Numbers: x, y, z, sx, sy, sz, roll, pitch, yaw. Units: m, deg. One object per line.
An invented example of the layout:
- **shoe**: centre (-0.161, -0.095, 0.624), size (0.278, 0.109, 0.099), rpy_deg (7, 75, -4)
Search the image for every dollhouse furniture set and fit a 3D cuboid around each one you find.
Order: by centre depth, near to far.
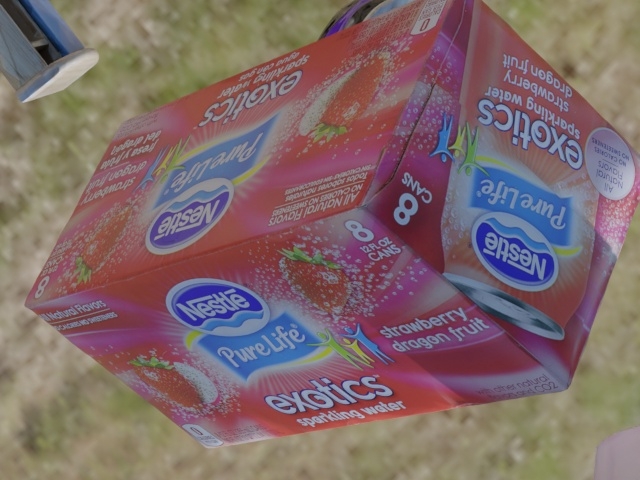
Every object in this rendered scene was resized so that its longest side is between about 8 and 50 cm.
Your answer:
- **dollhouse furniture set**: centre (-0.191, -0.285, 1.550), size (0.303, 0.198, 0.286), rpy_deg (-38, -177, 12)

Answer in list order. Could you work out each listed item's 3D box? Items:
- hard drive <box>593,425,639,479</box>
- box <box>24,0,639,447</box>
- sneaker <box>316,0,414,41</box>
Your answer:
- **hard drive**: centre (0.193, 0.131, 0.666), size (0.203, 0.040, 0.307), rpy_deg (-16, -163, 16)
- **box**: centre (0.000, 0.000, 0.835), size (0.128, 0.257, 0.122), rpy_deg (41, 57, -25)
- **sneaker**: centre (0.010, -0.045, 1.363), size (0.102, 0.146, 0.293), rpy_deg (18, 99, -24)
